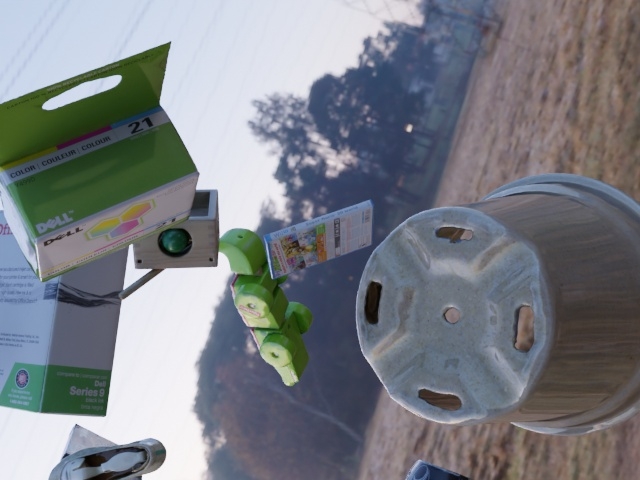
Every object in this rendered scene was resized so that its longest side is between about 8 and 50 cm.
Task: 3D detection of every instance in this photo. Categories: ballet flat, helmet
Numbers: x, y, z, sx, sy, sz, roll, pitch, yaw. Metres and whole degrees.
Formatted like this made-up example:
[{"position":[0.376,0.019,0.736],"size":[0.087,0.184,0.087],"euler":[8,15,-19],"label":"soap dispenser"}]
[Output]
[{"position":[-0.276,0.283,1.118],"size":[0.052,0.168,0.057],"euler":[37,-147,-76],"label":"ballet flat"},{"position":[0.223,0.520,1.713],"size":[0.169,0.170,0.161],"euler":[88,-157,-77],"label":"helmet"}]

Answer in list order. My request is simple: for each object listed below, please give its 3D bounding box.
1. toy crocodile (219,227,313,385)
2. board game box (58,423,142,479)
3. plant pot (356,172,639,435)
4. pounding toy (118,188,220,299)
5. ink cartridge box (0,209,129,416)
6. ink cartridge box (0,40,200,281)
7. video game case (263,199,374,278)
[{"position":[-0.097,0.125,1.596],"size":[0.115,0.105,0.340],"euler":[-65,-35,-42],"label":"toy crocodile"},{"position":[-0.334,0.339,1.368],"size":[0.026,0.126,0.186],"euler":[-62,10,-4],"label":"board game box"},{"position":[0.211,0.077,1.011],"size":[0.306,0.334,0.333],"euler":[3,-72,-55],"label":"plant pot"},{"position":[-0.203,0.003,1.203],"size":[0.141,0.130,0.100],"euler":[-101,10,-65],"label":"pounding toy"},{"position":[-0.399,0.102,1.305],"size":[0.122,0.211,0.289],"euler":[16,-103,-47],"label":"ink cartridge box"},{"position":[-0.225,-0.071,0.909],"size":[0.189,0.097,0.255],"euler":[-26,-12,-22],"label":"ink cartridge box"},{"position":[0.000,0.000,1.330],"size":[0.119,0.166,0.015],"euler":[87,161,-61],"label":"video game case"}]
